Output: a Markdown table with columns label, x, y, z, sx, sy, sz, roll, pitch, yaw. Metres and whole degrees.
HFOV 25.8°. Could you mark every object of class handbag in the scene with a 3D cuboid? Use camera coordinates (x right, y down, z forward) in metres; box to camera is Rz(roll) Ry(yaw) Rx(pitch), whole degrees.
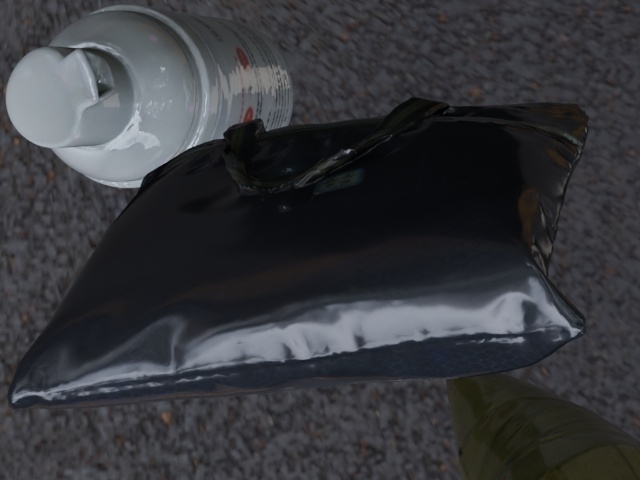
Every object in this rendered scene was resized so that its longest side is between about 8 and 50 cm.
| label | x | y | z | sx | sy | sz | roll | pitch | yaw |
| --- | --- | --- | --- | --- | --- | --- | --- | --- | --- |
| handbag | 0.000 | 0.000 | 0.663 | 0.254 | 0.211 | 0.088 | -9 | 119 | 16 |

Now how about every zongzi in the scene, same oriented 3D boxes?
| label | x | y | z | sx | sy | sz | roll | pitch | yaw |
| --- | --- | --- | --- | --- | --- | --- | --- | --- | --- |
| zongzi | 0.157 | 0.175 | 0.723 | 0.115 | 0.256 | 0.228 | -42 | 108 | 0 |

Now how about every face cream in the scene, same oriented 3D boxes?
| label | x | y | z | sx | sy | sz | roll | pitch | yaw |
| --- | --- | --- | --- | --- | --- | --- | --- | --- | --- |
| face cream | -0.143 | -0.114 | 1.095 | 0.145 | 0.370 | 0.145 | 1 | 95 | 17 |
